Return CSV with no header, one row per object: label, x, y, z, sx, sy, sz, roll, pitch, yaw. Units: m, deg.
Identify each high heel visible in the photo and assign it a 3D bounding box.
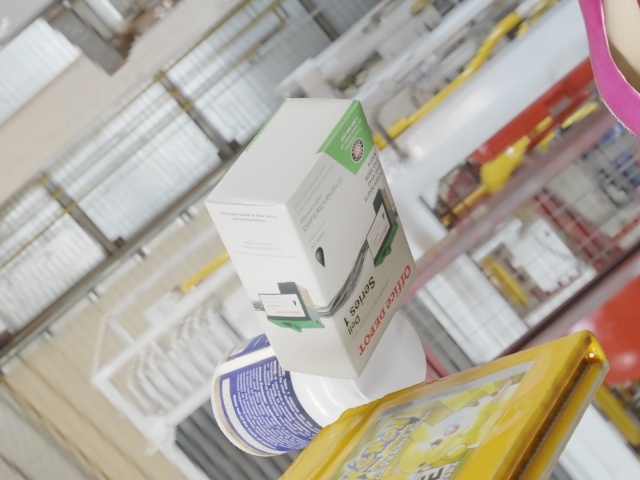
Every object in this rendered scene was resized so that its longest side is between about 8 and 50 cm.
high heel,0.366,-0.241,1.309,0.377,0.127,0.181,53,169,-1

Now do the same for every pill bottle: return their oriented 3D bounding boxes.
pill bottle,-0.004,0.167,1.422,0.153,0.264,0.153,14,-115,-34

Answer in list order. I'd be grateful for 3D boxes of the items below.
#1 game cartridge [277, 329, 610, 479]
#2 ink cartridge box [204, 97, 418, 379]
game cartridge,0.068,0.204,1.037,0.053,0.323,0.285,59,-141,-10
ink cartridge box,0.000,0.000,1.112,0.092,0.160,0.219,4,134,32
